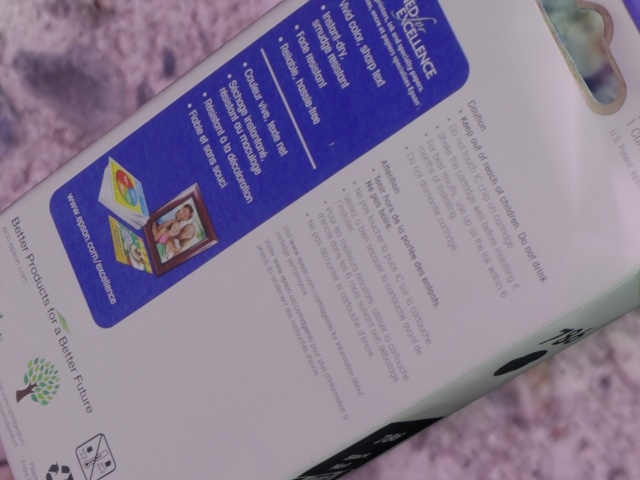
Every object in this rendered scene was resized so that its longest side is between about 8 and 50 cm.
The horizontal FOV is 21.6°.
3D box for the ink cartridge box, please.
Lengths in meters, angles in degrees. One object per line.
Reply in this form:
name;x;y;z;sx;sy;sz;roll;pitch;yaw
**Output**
ink cartridge box;0.000;0.000;0.652;0.332;0.065;0.165;-33;71;28
